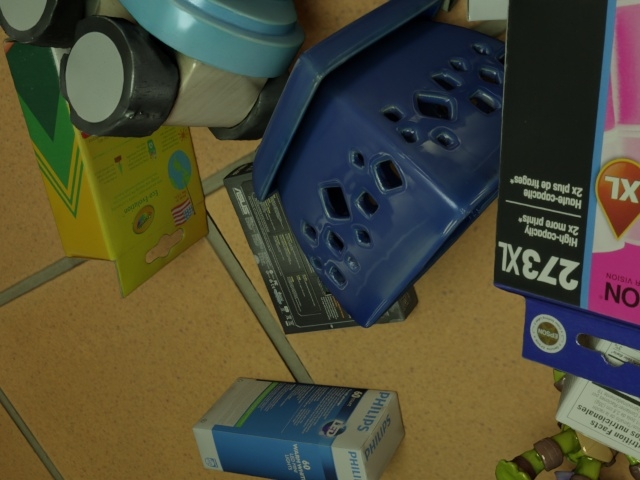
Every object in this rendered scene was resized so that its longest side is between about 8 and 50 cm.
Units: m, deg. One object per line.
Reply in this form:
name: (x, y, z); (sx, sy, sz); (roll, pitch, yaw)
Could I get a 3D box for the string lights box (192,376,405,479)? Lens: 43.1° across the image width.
string lights box: (-0.030, 0.264, 1.123); (0.259, 0.133, 0.077); (0, 114, 28)

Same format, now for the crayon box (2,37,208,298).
crayon box: (-0.250, -0.114, 1.003); (0.081, 0.202, 0.319); (3, 115, 27)

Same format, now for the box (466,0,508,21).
box: (0.222, -0.227, 0.705); (0.186, 0.145, 0.038); (-1, 117, 11)

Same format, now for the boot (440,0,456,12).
boot: (0.048, -0.293, 0.843); (0.208, 0.076, 0.190); (29, 127, 4)

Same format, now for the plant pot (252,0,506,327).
plant pot: (0.076, -0.093, 0.801); (0.212, 0.236, 0.236); (45, 144, 9)

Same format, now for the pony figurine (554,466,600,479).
pony figurine: (0.261, 0.447, 1.010); (0.351, 0.303, 0.363); (37, 111, -4)

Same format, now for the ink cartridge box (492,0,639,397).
ink cartridge box: (0.222, -0.047, 0.606); (0.175, 0.069, 0.371); (16, 116, 44)

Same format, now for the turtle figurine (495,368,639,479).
turtle figurine: (0.292, 0.214, 0.905); (0.269, 0.217, 0.087); (53, 153, 4)

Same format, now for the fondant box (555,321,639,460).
fondant box: (0.336, 0.000, 0.729); (0.096, 0.238, 0.330); (26, 124, 11)

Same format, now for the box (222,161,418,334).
box: (0.000, 0.000, 1.019); (0.183, 0.056, 0.231); (-11, 109, 31)

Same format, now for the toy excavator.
toy excavator: (-0.135, -0.375, 0.776); (0.433, 0.222, 0.445); (48, 119, 24)
